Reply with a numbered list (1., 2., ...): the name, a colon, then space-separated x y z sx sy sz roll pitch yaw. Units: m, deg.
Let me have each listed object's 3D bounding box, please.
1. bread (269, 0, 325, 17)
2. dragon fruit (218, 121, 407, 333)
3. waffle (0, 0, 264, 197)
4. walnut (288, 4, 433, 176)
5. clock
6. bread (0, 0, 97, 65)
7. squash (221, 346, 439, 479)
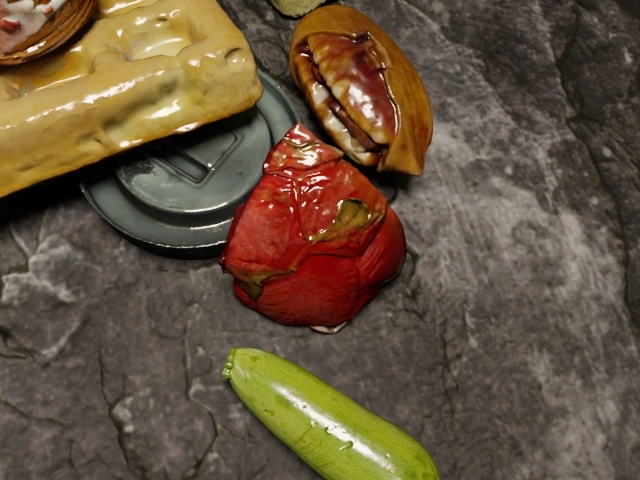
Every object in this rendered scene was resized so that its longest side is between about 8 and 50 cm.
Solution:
1. bread: -0.052 -0.395 0.615 0.135 0.178 0.240 -35 73 -16
2. dragon fruit: -0.001 0.002 0.474 0.127 0.161 0.121 25 65 16
3. waffle: -0.251 -0.207 0.543 0.304 0.078 0.348 -25 61 -12
4. walnut: 0.041 -0.143 0.559 0.115 0.116 0.207 -26 74 -15
5. clock: -0.122 -0.085 0.553 0.214 0.042 0.215 2 67 -5
6. bread: -0.264 -0.216 0.461 0.160 0.073 0.161 0 59 0
7. squash: 0.005 0.149 0.457 0.201 0.066 0.066 33 68 8
